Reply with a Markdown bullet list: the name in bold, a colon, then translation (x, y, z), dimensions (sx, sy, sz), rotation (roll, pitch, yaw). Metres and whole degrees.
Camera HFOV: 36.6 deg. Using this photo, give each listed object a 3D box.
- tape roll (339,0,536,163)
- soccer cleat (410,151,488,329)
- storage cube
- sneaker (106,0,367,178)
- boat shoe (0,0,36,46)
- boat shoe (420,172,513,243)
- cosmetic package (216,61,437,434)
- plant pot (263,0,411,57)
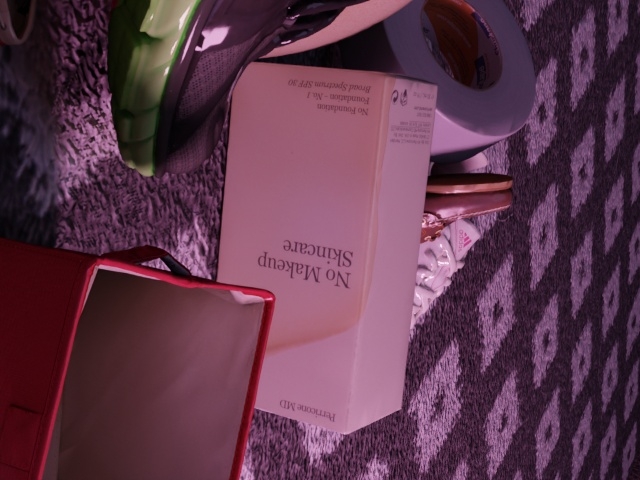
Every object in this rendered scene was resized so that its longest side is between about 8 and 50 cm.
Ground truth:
- **tape roll**: translation (0.126, -0.193, 1.023), dimensions (0.219, 0.072, 0.219), rotation (18, 59, -33)
- **soccer cleat**: translation (0.096, 0.029, 1.082), dimensions (0.116, 0.143, 0.331), rotation (25, 78, -61)
- **storage cube**: translation (-0.169, 0.098, 0.575), dimensions (0.183, 0.193, 0.215), rotation (17, 84, -61)
- **sneaker**: translation (0.004, -0.195, 0.594), dimensions (0.202, 0.483, 0.185), rotation (18, 46, -25)
- **boat shoe**: translation (-0.190, -0.186, 0.601), dimensions (0.049, 0.043, 0.137), rotation (18, 81, -59)
- **boat shoe**: translation (0.098, -0.032, 1.014), dimensions (0.073, 0.207, 0.073), rotation (-53, 139, -75)
- **cosmetic package**: translation (0.000, 0.000, 0.886), dimensions (0.113, 0.160, 0.309), rotation (-6, 103, -59)
- **plant pot**: translation (0.011, -0.285, 0.781), dimensions (0.284, 0.191, 0.284), rotation (-26, 121, -55)
